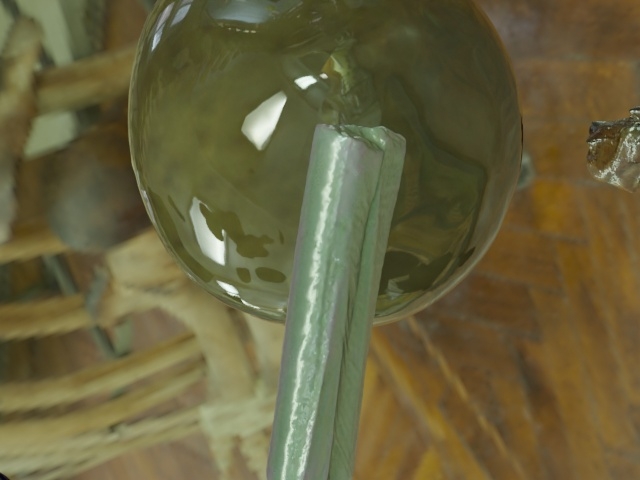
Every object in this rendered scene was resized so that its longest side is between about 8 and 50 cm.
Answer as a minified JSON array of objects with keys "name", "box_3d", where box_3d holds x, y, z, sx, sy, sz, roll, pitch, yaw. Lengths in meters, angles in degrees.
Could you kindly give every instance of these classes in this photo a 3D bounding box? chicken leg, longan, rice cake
[{"name":"chicken leg","box_3d":[0.364,-0.112,1.928,0.304,0.113,0.093,81,-159,-84]},{"name":"longan","box_3d":[0.000,-0.089,1.294,0.319,0.319,0.319,45,147,40]},{"name":"rice cake","box_3d":[0.007,0.039,0.993,0.042,0.080,0.221,9,90,25]}]

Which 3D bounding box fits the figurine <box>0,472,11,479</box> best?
[{"name":"figurine","box_3d":[-0.321,0.322,1.103,0.154,0.193,0.421,-13,71,48]}]
